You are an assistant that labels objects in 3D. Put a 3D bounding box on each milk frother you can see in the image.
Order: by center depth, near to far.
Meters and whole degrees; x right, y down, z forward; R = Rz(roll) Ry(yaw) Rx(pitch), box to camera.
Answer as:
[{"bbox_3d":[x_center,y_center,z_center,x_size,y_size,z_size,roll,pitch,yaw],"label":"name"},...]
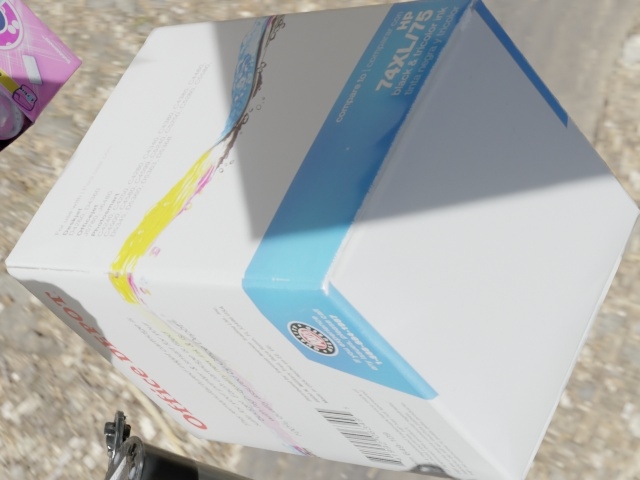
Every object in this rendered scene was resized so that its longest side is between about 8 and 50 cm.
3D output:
[{"bbox_3d":[-0.122,0.213,1.520,0.135,0.129,0.143,22,45,-22],"label":"milk frother"}]

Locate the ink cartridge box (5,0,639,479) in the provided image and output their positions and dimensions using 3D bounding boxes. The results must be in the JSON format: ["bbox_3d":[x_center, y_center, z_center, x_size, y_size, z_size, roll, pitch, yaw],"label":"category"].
[{"bbox_3d":[0.000,0.000,1.031,0.198,0.270,0.197,47,60,-36],"label":"ink cartridge box"}]

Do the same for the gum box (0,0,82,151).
[{"bbox_3d":[-0.303,-0.176,1.478,0.188,0.107,0.062,45,125,-14],"label":"gum box"}]
